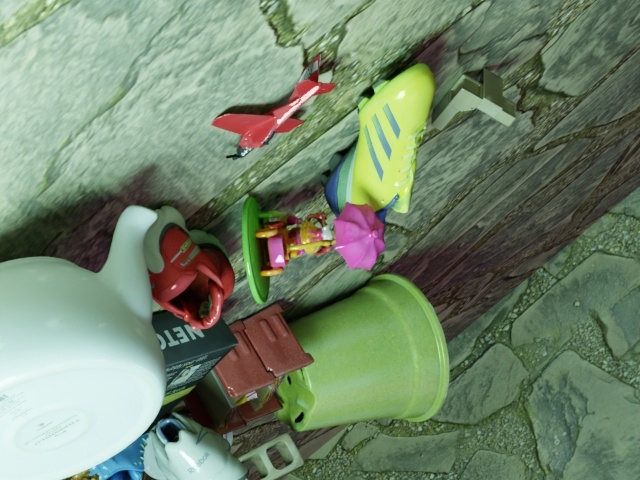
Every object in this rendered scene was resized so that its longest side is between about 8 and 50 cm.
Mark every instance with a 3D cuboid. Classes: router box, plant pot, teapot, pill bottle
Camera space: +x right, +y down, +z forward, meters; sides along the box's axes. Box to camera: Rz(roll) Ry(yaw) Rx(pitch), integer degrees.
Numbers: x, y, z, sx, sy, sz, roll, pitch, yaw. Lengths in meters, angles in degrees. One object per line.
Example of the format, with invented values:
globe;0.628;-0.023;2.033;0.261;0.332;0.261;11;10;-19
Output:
router box;-0.290;0.204;1.516;0.243;0.081;0.309;-44;162;30
plant pot;0.041;0.214;1.977;0.254;0.276;0.276;-12;154;-30
teapot;-0.282;0.106;1.072;0.256;0.187;0.252;-6;142;-30
pill bottle;-0.237;0.364;2.036;0.108;0.108;0.193;-41;164;17

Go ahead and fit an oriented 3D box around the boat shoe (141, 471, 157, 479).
boat shoe;-0.375;0.437;1.992;0.302;0.098;0.109;-8;117;-67

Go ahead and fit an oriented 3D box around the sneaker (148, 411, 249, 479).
sneaker;-0.199;0.305;1.688;0.111;0.129;0.297;-43;-166;-17

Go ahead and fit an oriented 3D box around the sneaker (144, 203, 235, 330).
sneaker;-0.154;0.054;1.302;0.107;0.118;0.279;-36;164;3

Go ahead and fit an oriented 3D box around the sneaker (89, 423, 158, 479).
sneaker;-0.311;0.334;1.762;0.091;0.126;0.240;-41;163;19

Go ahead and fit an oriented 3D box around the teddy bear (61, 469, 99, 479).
teddy bear;-0.394;0.402;1.343;0.338;0.113;0.245;-61;-169;-20

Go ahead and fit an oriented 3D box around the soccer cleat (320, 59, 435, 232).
soccer cleat;0.086;-0.101;1.351;0.093;0.121;0.289;-26;161;-29

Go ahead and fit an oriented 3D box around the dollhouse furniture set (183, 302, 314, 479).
dollhouse furniture set;-0.063;0.320;1.796;0.152;0.374;0.201;-22;161;-29

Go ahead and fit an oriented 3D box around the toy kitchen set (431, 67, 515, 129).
toy kitchen set;0.202;-0.177;1.483;0.075;0.083;0.068;-50;-159;41

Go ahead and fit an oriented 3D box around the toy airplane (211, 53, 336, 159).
toy airplane;-0.041;-0.131;1.171;0.151;0.028;0.151;-32;163;-11

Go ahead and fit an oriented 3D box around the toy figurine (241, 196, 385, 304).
toy figurine;0.000;0.000;1.363;0.159;0.130;0.173;-6;-172;7
